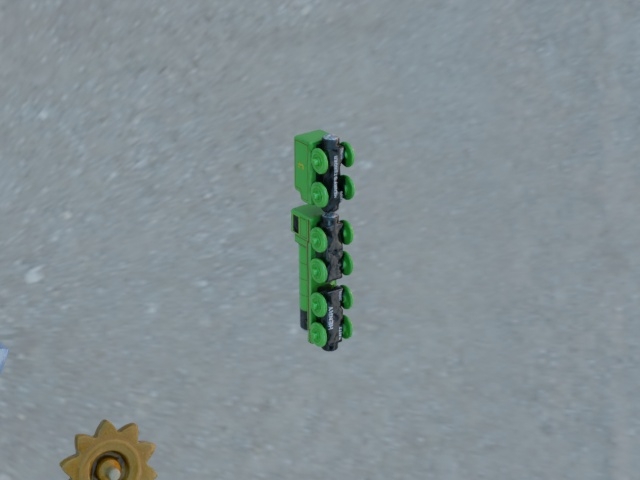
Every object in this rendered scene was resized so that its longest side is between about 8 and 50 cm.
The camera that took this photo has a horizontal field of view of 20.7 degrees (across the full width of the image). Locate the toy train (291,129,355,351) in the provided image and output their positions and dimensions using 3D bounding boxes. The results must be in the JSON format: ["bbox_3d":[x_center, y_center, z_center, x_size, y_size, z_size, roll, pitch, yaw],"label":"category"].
[{"bbox_3d":[0.000,0.000,0.627,0.017,0.023,0.083,-15,118,-34],"label":"toy train"}]

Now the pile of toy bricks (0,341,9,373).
[{"bbox_3d":[-0.331,0.145,1.368,0.105,0.118,0.212,15,99,-38],"label":"pile of toy bricks"}]

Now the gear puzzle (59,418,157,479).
[{"bbox_3d":[-0.198,0.311,1.478,0.175,0.044,0.339,-3,105,-30],"label":"gear puzzle"}]
